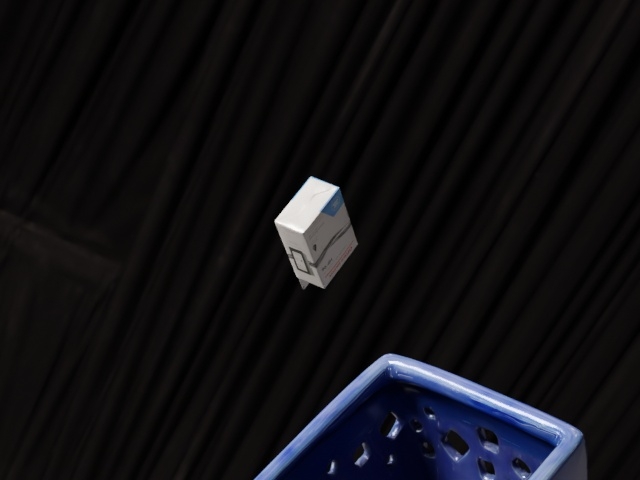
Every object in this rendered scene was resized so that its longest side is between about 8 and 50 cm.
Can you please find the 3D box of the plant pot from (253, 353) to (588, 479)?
[{"bbox_3d":[0.096,0.275,1.063,0.236,0.212,0.236,18,47,42],"label":"plant pot"}]

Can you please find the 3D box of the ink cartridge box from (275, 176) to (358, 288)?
[{"bbox_3d":[0.000,0.000,0.885,0.028,0.083,0.048,22,61,31],"label":"ink cartridge box"}]
